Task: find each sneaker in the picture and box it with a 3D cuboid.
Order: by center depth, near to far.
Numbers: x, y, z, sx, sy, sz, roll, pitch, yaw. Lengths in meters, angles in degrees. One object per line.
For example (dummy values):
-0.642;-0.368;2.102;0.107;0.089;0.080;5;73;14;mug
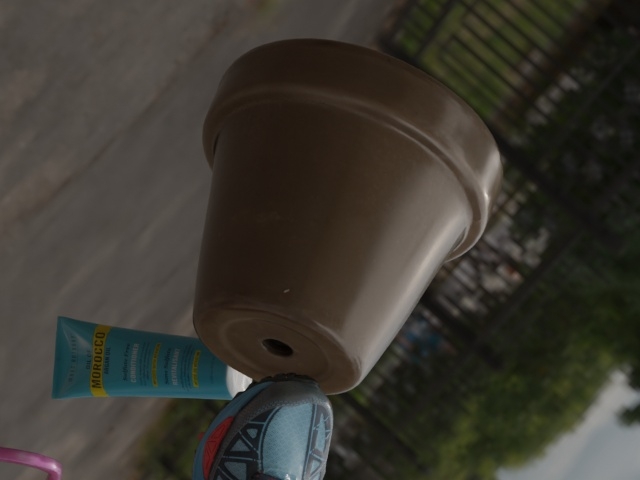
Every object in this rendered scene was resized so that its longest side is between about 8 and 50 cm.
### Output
-0.039;0.226;1.187;0.125;0.104;0.261;33;-74;56;sneaker

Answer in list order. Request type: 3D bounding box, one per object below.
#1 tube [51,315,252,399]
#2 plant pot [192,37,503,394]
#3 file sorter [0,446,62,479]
-0.165;0.117;1.573;0.052;0.207;0.080;23;71;-62;tube
0.000;0.000;1.403;0.263;0.263;0.229;121;-9;-61;plant pot
-0.242;0.246;0.832;0.202;0.182;0.290;126;-28;-68;file sorter
